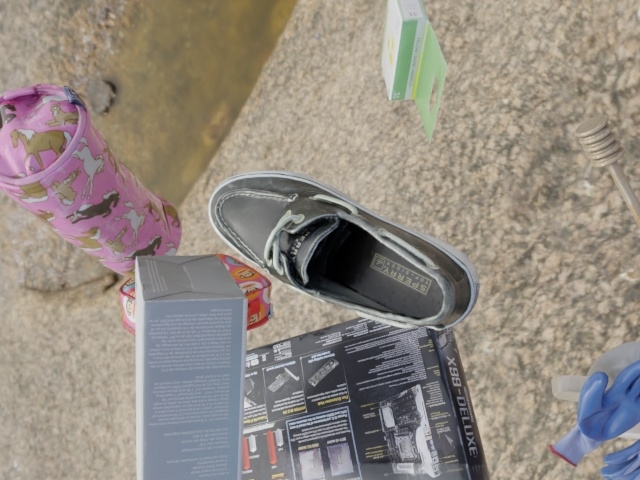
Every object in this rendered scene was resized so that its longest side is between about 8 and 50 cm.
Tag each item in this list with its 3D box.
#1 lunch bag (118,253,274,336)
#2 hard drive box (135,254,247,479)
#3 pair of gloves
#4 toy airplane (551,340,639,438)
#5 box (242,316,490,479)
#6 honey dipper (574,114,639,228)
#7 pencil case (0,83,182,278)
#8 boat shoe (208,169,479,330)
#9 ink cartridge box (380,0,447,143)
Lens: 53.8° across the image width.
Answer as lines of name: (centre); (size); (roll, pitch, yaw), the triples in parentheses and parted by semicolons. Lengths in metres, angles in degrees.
lunch bag: (-0.249, 0.135, 1.341); (0.258, 0.293, 0.120); (23, 120, 40)
hard drive box: (-0.133, 0.144, 0.613); (0.181, 0.089, 0.232); (-146, 58, -69)
pair of gloves: (0.348, 0.208, 0.696); (0.159, 0.198, 0.023); (-51, 20, 18)
toy airplane: (0.561, 0.212, 0.853); (0.384, 0.386, 0.272); (4, 87, 40)
box: (0.032, 0.228, 0.780); (0.307, 0.076, 0.242); (-21, 67, 23)
honey dipper: (0.278, -0.038, 0.567); (0.030, 0.030, 0.161); (-23, 111, 37)
pencil case: (-0.342, -0.072, 0.957); (0.160, 0.386, 0.167); (25, 73, 19)
boat shoe: (0.000, 0.000, 0.437); (0.219, 0.070, 0.078); (20, 100, 27)
ink cartridge box: (0.153, -0.305, 1.081); (0.171, 0.056, 0.235); (92, 174, -54)
